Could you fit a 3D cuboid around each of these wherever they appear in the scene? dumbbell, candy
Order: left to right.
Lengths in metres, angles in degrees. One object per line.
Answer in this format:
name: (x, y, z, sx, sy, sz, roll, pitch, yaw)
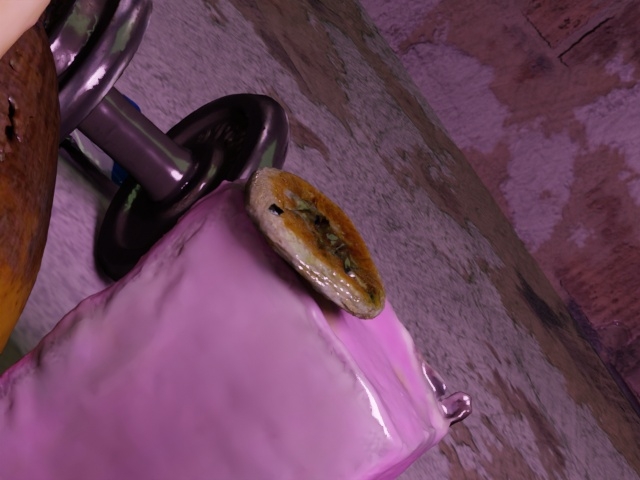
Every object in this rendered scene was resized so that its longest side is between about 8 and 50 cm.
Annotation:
dumbbell: (-0.147, -0.081, 0.969, 0.290, 0.192, 0.192, 42, 19, -27)
candy: (-0.076, 0.104, 0.641, 0.155, 0.265, 0.116, 54, 21, 10)

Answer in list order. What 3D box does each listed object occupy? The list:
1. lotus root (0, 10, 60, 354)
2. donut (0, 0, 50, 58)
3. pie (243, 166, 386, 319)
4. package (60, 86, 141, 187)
lotus root: (-0.234, -0.058, 0.702, 0.179, 0.196, 0.397, 5, 37, -14)
donut: (-0.269, -0.164, 0.406, 0.449, 0.449, 0.198, 53, 6, 8)
pie: (-0.001, 0.000, 0.564, 0.084, 0.021, 0.084, 43, 18, -17)
package: (-0.228, -0.131, 1.145, 0.173, 0.027, 0.171, 38, 21, -25)
